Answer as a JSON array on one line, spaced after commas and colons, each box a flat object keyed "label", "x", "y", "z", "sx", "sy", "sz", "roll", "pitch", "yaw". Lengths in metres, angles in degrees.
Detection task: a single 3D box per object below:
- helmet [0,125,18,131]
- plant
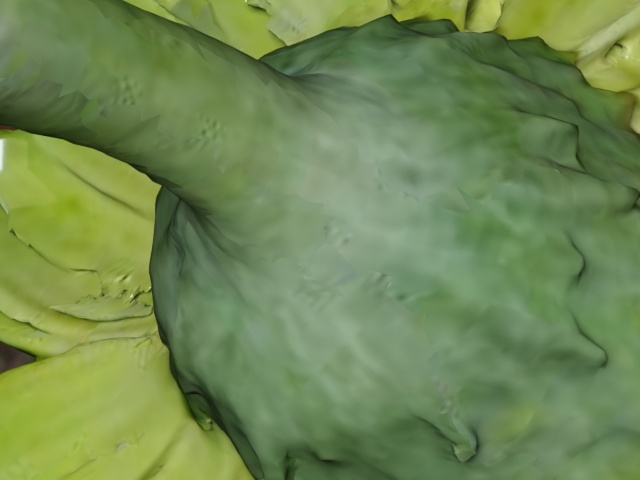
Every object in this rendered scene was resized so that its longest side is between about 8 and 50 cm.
[{"label": "helmet", "x": -0.184, "y": -0.198, "z": 0.671, "sx": 0.385, "sy": 0.230, "sz": 0.337, "roll": -31, "pitch": 55, "yaw": 17}, {"label": "plant", "x": 0.027, "y": -0.016, "z": 0.464, "sx": 0.306, "sy": 0.297, "sz": 0.261, "roll": 13, "pitch": 50, "yaw": 31}]
